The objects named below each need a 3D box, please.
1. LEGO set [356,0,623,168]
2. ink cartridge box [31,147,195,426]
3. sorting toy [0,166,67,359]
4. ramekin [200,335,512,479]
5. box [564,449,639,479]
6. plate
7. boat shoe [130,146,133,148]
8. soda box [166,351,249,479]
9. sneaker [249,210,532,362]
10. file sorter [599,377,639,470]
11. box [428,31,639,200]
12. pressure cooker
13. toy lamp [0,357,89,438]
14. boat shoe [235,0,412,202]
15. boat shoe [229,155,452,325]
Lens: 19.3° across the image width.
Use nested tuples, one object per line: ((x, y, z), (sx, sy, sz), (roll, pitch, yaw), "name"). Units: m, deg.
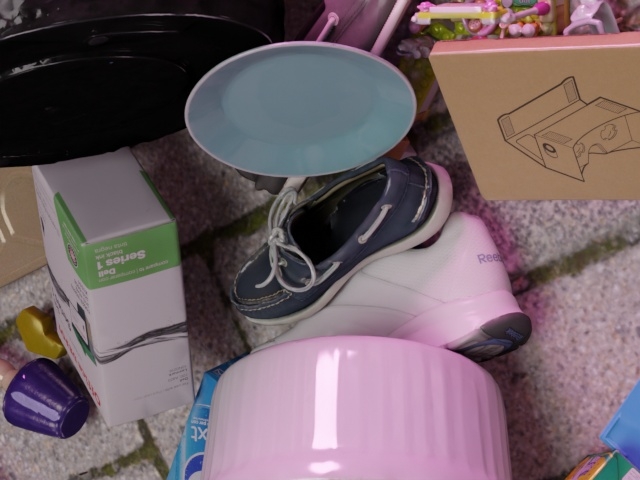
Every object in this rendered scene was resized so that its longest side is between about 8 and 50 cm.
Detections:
((0.103, -0.141, 1.536), (0.287, 0.107, 0.132), (-23, 91, 37), "LEGO set")
((-0.189, 0.037, 1.719), (0.160, 0.093, 0.219), (-127, 27, -47), "ink cartridge box")
((-0.316, -0.020, 1.905), (0.229, 0.041, 0.307), (-25, 90, 32), "sorting toy")
((0.030, 0.184, 1.582), (0.277, 0.277, 0.135), (-20, 57, 37), "ramekin")
((0.251, 0.220, 1.523), (0.105, 0.179, 0.043), (43, 82, 5), "box")
((-0.016, -0.111, 1.521), (0.188, 0.188, 0.024), (-28, 51, 37), "plate")
((-0.194, -0.119, 1.771), (0.207, 0.073, 0.073), (-27, 86, 29), "boat shoe")
((-0.096, 0.216, 1.800), (0.067, 0.071, 0.210), (32, 119, 23), "soda box")
((0.054, 0.066, 1.652), (0.297, 0.111, 0.129), (-21, 72, 35), "sneaker")
((0.324, 0.115, 1.463), (0.118, 0.104, 0.170), (40, 123, 18), "file sorter")
((0.201, -0.093, 1.473), (0.201, 0.021, 0.164), (0, 136, 26), "box")
((-0.233, -0.306, 1.539), (0.375, 0.370, 0.420), (128, 129, -69), "pressure cooker")
((-0.356, 0.123, 1.946), (0.275, 0.080, 0.080), (26, 117, 25), "toy lamp")
((0.006, -0.174, 1.581), (0.095, 0.112, 0.335), (29, 124, -2), "boat shoe")
((0.000, 0.000, 1.603), (0.254, 0.079, 0.095), (-27, 57, 41), "boat shoe")
